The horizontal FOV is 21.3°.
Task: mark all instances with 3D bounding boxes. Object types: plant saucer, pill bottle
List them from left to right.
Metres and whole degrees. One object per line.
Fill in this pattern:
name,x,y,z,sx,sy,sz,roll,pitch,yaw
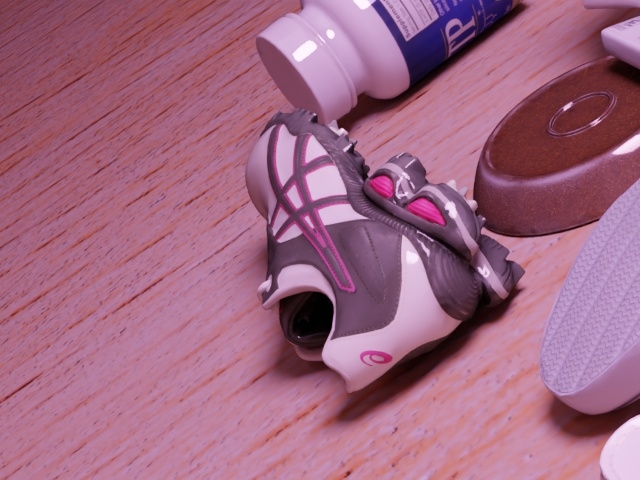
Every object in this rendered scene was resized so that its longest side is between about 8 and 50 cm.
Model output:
pill bottle,0.050,-0.169,1.247,0.186,0.112,0.112,-38,24,-11
plant saucer,0.160,-0.066,1.017,0.168,0.029,0.168,-28,24,14

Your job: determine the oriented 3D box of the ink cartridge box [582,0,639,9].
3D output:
ink cartridge box,0.295,-0.223,0.995,0.198,0.115,0.273,-27,19,-27

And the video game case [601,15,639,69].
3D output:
video game case,0.257,-0.121,0.973,0.143,0.019,0.157,-21,22,-9

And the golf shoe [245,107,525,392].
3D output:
golf shoe,0.000,0.000,1.002,0.120,0.105,0.273,-44,25,-8

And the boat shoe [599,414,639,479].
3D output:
boat shoe,0.197,0.083,0.601,0.098,0.096,0.277,-45,27,-26

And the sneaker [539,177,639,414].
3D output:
sneaker,0.209,-0.012,0.787,0.258,0.091,0.094,-50,26,12
